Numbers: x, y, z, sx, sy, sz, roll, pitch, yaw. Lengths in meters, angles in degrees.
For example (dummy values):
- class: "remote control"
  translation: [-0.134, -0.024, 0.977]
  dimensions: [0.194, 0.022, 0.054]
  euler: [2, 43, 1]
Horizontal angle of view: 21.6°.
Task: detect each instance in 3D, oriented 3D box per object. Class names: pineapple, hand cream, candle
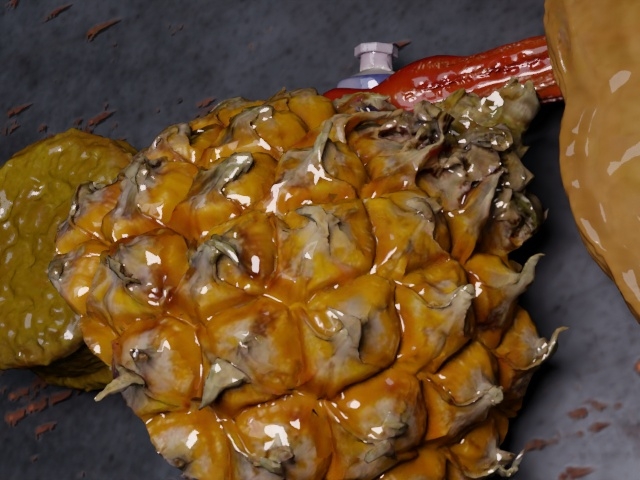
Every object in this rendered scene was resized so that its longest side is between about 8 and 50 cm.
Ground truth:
- class: "pineapple"
  translation: [0.002, -0.003, 0.974]
  dimensions: [0.344, 0.209, 0.286]
  euler: [46, 102, 17]
- class: "hand cream"
  translation: [0.037, -0.066, 1.148]
  dimensions: [0.084, 0.053, 0.142]
  euler: [-4, 76, 31]
- class: "candle"
  translation: [0.130, -0.107, 1.073]
  dimensions: [0.329, 0.048, 0.051]
  euler: [-14, 101, 16]

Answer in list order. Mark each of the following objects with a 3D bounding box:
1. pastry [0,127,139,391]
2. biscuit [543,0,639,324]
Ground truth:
- class: "pastry"
  translation: [-0.177, 0.016, 1.212]
  dimensions: [0.188, 0.103, 0.189]
  euler: [-15, 62, 29]
- class: "biscuit"
  translation: [0.282, -0.075, 0.939]
  dimensions: [0.312, 0.057, 0.351]
  euler: [-8, 64, 18]
